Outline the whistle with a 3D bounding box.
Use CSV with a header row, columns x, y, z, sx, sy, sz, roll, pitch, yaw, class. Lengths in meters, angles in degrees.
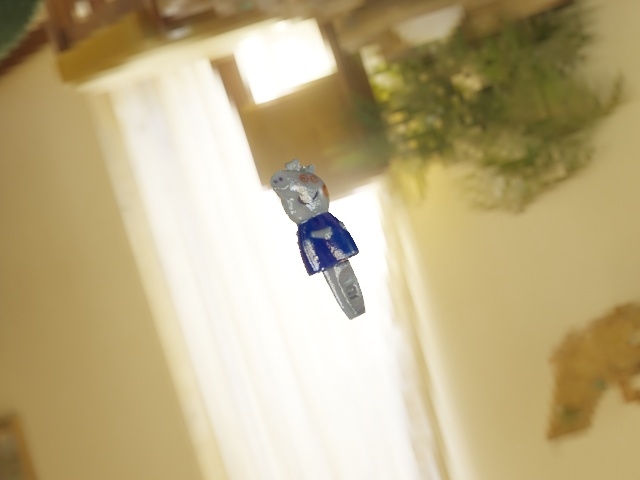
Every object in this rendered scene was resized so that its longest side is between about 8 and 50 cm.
x,y,z,sx,sy,sz,roll,pitch,yaw,class
0.000,0.000,0.955,0.029,0.083,0.033,-26,179,42,whistle
